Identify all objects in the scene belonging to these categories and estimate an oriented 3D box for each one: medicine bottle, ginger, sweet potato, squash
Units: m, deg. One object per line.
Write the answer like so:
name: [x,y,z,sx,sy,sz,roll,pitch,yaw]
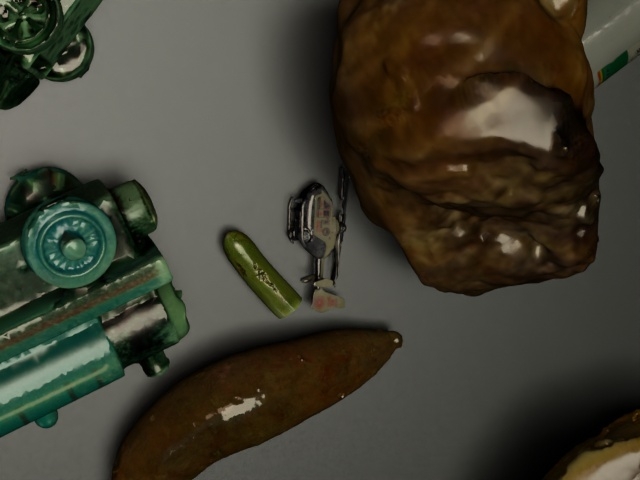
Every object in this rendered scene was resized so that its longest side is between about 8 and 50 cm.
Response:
medicine bottle: [0.241,-0.186,1.213,0.130,0.080,0.080,-36,107,-6]
ginger: [0.110,-0.102,1.136,0.201,0.269,0.223,-7,63,7]
sweet potato: [-0.087,0.160,1.189,0.346,0.079,0.108,-38,120,-3]
squash: [-0.051,0.026,1.200,0.027,0.027,0.083,-42,107,-5]

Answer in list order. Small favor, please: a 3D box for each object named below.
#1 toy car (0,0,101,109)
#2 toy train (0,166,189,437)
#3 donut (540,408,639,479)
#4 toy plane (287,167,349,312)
toy car: [-0.177,-0.240,1.067,0.125,0.136,0.305,34,89,3]
toy train: [-0.245,0.073,1.114,0.298,0.120,0.194,-26,113,-9]
donut: [0.291,0.299,1.287,0.330,0.160,0.329,-1,100,-3]
toy plane: [0.000,0.000,1.209,0.049,0.031,0.120,0,97,-24]
